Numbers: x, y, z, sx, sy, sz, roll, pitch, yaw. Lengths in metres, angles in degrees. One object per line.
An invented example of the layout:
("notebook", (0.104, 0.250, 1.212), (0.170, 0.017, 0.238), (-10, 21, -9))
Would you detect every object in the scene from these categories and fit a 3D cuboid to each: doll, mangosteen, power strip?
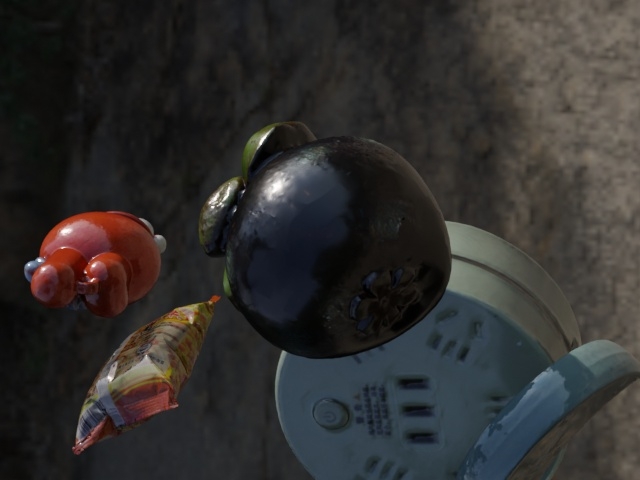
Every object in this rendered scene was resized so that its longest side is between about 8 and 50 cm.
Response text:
("doll", (-0.287, 0.027, 1.980), (0.290, 0.161, 0.130), (-68, -14, -73))
("mangosteen", (0.000, 0.000, 1.483), (0.243, 0.243, 0.243), (180, 90, -66))
("power strip", (0.136, 0.155, 1.738), (0.161, 0.357, 0.357), (-63, -11, -59))
("power strip", (0.207, 0.205, 1.509), (0.054, 0.167, 0.253), (47, 115, 27))

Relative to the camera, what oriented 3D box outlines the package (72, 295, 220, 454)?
("package", (-0.276, 0.203, 2.409), (0.223, 0.108, 0.288), (-31, 22, 26))
